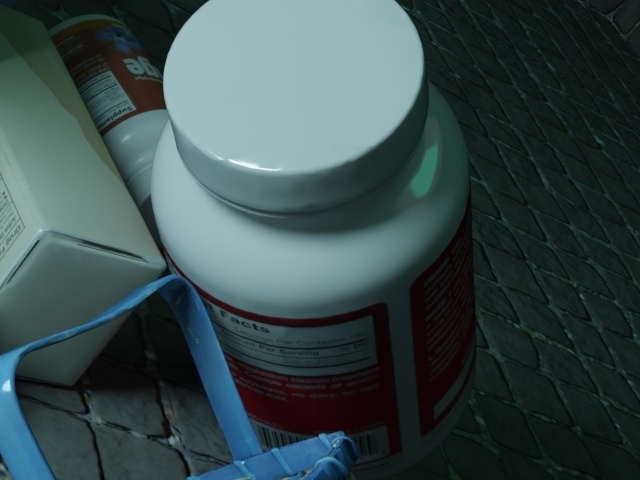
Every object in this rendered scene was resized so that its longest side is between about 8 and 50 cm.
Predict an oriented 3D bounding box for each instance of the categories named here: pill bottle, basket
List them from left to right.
[{"bbox_3d":[-0.182,-0.099,1.567,0.121,0.121,0.216,9,37,-49],"label":"pill bottle"},{"bbox_3d":[-0.089,0.177,1.059,0.255,0.201,0.289,-26,97,-65],"label":"basket"},{"bbox_3d":[0.000,0.000,1.267,0.229,0.229,0.408,54,-15,31],"label":"pill bottle"}]

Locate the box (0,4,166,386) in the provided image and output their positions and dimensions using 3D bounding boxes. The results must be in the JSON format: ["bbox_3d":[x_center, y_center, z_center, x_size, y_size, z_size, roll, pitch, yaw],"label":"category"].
[{"bbox_3d":[-0.255,-0.048,1.339,0.121,0.148,0.311,17,33,-43],"label":"box"}]

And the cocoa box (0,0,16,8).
[{"bbox_3d":[-0.429,-0.322,1.468,0.347,0.231,0.228,20,30,-36],"label":"cocoa box"}]
